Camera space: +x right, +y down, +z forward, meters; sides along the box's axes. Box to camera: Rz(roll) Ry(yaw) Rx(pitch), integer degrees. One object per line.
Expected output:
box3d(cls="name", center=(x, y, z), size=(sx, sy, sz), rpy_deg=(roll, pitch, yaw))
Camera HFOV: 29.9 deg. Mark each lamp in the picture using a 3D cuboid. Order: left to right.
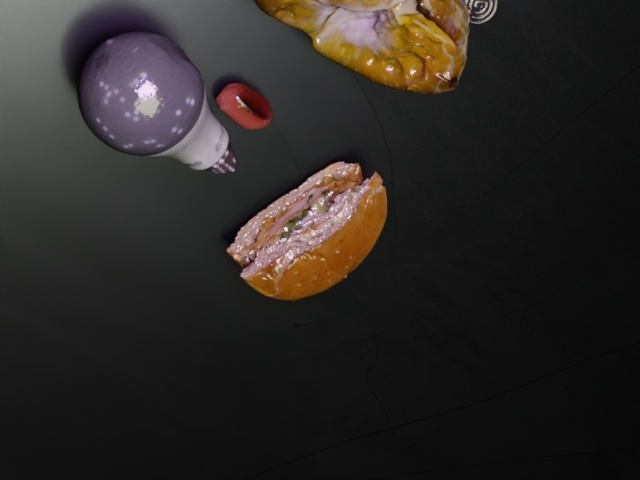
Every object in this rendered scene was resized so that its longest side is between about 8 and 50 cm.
box3d(cls="lamp", center=(-0.217, -0.180, 1.779), size=(0.182, 0.182, 0.314), rpy_deg=(-47, 126, 9))
box3d(cls="lamp", center=(0.242, -0.494, 1.830), size=(0.130, 0.108, 0.371), rpy_deg=(-7, 121, -15))

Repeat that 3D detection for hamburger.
box3d(cls="hamburger", center=(0.000, 0.000, 2.000), size=(0.283, 0.144, 0.156), rpy_deg=(-35, 126, -3))

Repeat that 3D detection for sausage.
box3d(cls="sausage", center=(-0.119, -0.210, 1.880), size=(0.054, 0.059, 0.094), rpy_deg=(-17, 140, 43))

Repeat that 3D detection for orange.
box3d(cls="orange", center=(0.067, -0.382, 1.754), size=(0.369, 0.271, 0.210), rpy_deg=(35, 58, -34))
